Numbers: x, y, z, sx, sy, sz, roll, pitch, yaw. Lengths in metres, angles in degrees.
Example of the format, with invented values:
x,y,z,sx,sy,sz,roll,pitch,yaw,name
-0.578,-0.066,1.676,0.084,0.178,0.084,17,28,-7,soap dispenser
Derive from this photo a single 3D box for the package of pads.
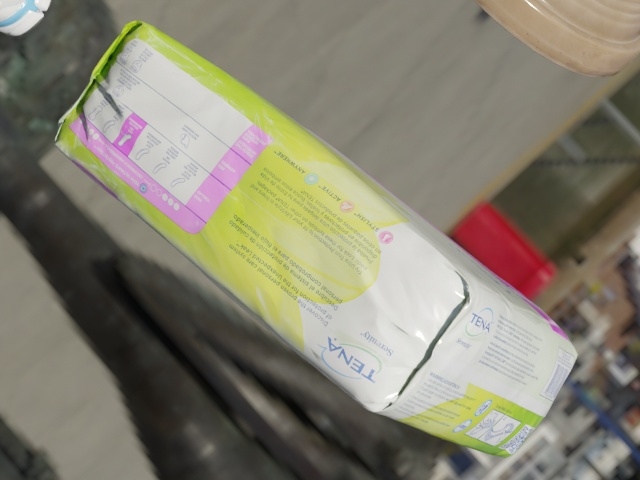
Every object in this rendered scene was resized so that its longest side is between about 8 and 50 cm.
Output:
x,y,z,sx,sy,sz,roll,pitch,yaw,name
0.000,0.000,1.140,0.101,0.296,0.229,-54,154,4,package of pads

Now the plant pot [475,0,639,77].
x,y,z,sx,sy,sz,roll,pitch,yaw,name
0.186,-0.249,1.449,0.110,0.237,0.237,-45,172,31,plant pot

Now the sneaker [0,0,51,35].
x,y,z,sx,sy,sz,roll,pitch,yaw,name
-0.246,-0.239,1.305,0.071,0.191,0.083,-29,158,21,sneaker
